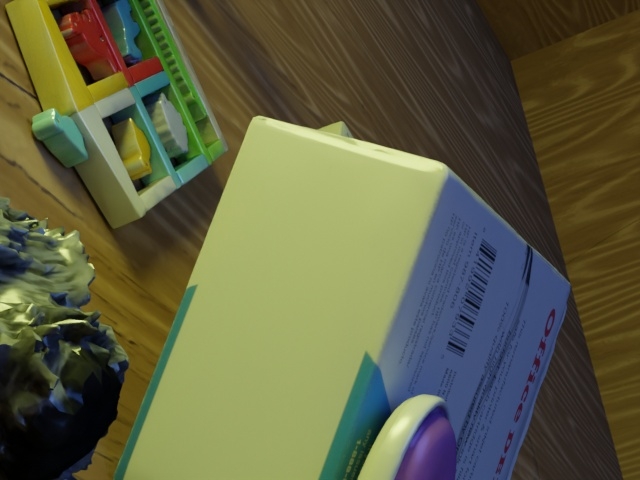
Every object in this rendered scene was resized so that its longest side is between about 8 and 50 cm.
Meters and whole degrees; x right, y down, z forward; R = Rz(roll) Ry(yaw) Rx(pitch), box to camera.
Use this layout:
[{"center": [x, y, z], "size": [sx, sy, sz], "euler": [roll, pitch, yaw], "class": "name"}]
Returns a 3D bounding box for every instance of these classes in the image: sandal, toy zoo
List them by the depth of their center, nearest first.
[{"center": [0.058, 0.307, 0.817], "size": [0.169, 0.102, 0.416], "euler": [-10, 111, -69], "class": "sandal"}, {"center": [-0.168, -0.126, 1.031], "size": [0.192, 0.030, 0.293], "euler": [66, 18, -10], "class": "toy zoo"}]

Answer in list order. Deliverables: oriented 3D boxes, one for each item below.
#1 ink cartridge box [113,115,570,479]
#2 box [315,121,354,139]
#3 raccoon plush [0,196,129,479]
[{"center": [0.046, 0.107, 0.985], "size": [0.395, 0.166, 0.285], "euler": [31, 78, -62], "class": "ink cartridge box"}, {"center": [0.000, 0.000, 1.275], "size": [0.113, 0.094, 0.275], "euler": [58, 22, -32], "class": "box"}, {"center": [-0.283, 0.010, 0.448], "size": [0.299, 0.216, 0.446], "euler": [21, 20, -49], "class": "raccoon plush"}]
